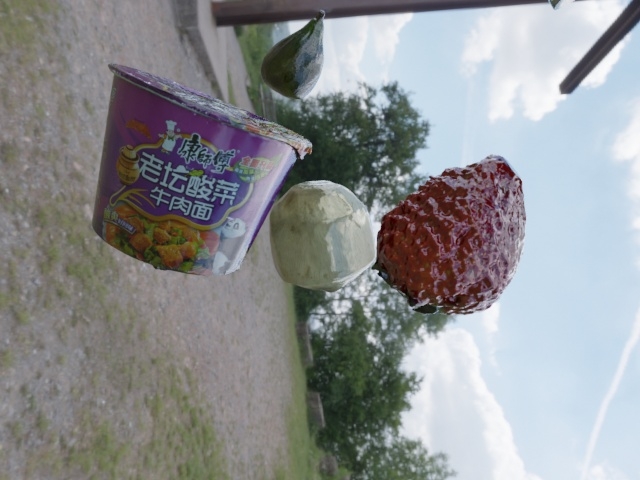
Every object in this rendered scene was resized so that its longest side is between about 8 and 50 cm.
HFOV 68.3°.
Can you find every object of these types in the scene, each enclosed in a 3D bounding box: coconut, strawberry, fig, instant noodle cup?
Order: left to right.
[{"bbox_3d":[-0.160,-0.081,0.594,0.251,0.251,0.190,-102,-147,-73],"label":"instant noodle cup"},{"bbox_3d":[-0.036,-0.365,0.935,0.177,0.117,0.117,-53,-175,3],"label":"fig"},{"bbox_3d":[0.000,0.000,0.901,0.224,0.224,0.224,174,-90,-88],"label":"coconut"},{"bbox_3d":[0.129,0.001,0.435,0.131,0.148,0.131,38,28,-24],"label":"strawberry"}]

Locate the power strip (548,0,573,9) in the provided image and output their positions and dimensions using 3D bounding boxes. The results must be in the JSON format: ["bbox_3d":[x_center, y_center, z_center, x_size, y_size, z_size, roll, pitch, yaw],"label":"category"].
[{"bbox_3d":[0.623,-0.592,1.018,0.052,0.272,0.078,67,18,0],"label":"power strip"}]
